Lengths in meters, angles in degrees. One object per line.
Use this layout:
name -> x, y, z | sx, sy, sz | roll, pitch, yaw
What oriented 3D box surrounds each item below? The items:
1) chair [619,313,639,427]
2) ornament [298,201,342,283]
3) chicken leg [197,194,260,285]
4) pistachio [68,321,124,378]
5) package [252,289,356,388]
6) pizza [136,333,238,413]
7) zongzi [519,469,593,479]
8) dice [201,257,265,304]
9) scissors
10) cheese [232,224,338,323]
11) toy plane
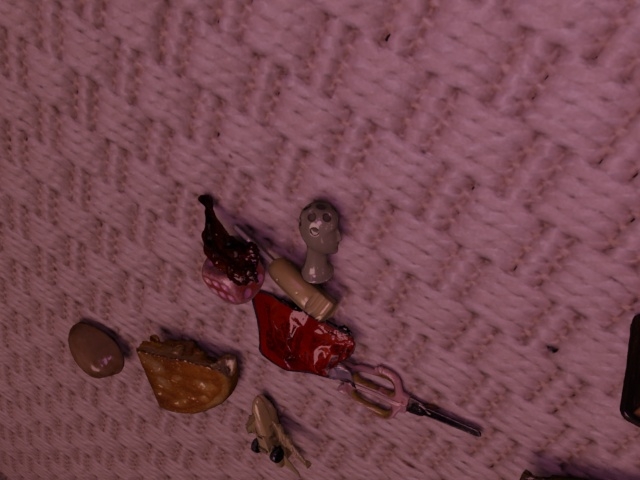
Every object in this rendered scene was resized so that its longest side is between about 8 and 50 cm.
chair -> 0.535, 0.230, 1.048 | 0.241, 0.203, 0.416 | 32, 136, 0
ornament -> 0.000, 0.000, 1.297 | 0.081, 0.074, 0.156 | 16, 132, 14
chicken leg -> -0.182, 0.006, 1.379 | 0.089, 0.048, 0.219 | -49, 61, 9
pistachio -> -0.603, 0.294, 1.930 | 0.186, 0.108, 0.126 | 36, 115, 13
package -> -0.038, 0.216, 1.512 | 0.270, 0.071, 0.193 | 18, 119, 26
pizza -> -0.306, 0.355, 1.796 | 0.258, 0.087, 0.268 | 12, 132, 20
zongzi -> 0.535, 0.567, 1.401 | 0.274, 0.145, 0.300 | -1, 141, 28
dice -> -0.173, 0.066, 1.440 | 0.093, 0.091, 0.094 | 18, 147, 36
scissors -> 0.181, 0.339, 1.501 | 0.318, 0.024, 0.160 | 20, 133, 19
cheese -> -0.075, 0.058, 1.387 | 0.255, 0.127, 0.050 | 42, 93, 10
toy plane -> -0.124, 0.479, 1.778 | 0.229, 0.092, 0.244 | 14, 137, 43
